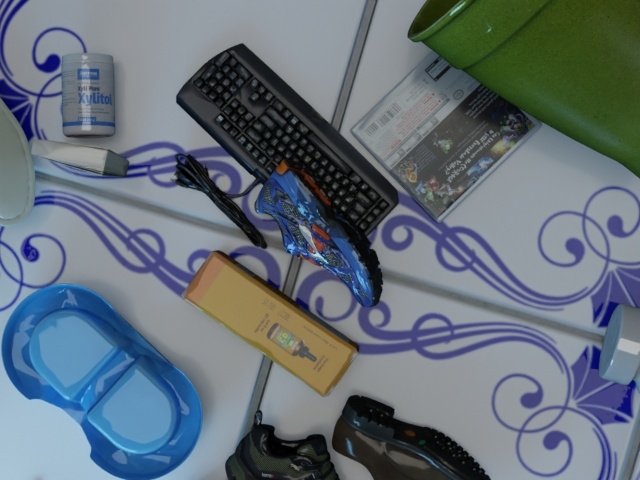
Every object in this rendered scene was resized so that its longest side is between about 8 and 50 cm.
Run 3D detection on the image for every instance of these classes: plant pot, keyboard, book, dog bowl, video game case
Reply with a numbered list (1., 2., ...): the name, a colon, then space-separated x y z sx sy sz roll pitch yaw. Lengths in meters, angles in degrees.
1. plant pot: 0.359 -0.268 1.591 0.353 0.366 0.366 40 92 -9
2. keyboard: -0.070 -0.095 1.747 0.317 0.033 0.201 43 92 3
3. book: -0.310 -0.108 1.701 0.096 0.144 0.035 13 91 3
4. dog bowl: -0.283 0.185 1.736 0.297 0.074 0.166 43 92 3
5. video game case: 0.166 -0.149 1.740 0.190 0.022 0.173 -44 88 1

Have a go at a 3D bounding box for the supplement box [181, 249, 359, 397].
1. supplement box: -0.064 0.107 1.724 0.233 0.080 0.078 35 92 4

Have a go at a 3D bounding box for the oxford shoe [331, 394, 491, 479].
1. oxford shoe: 0.120 0.293 1.722 0.227 0.083 0.096 27 108 4

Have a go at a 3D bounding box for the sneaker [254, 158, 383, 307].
1. sneaker: 0.000 0.000 1.699 0.087 0.083 0.221 -40 85 19

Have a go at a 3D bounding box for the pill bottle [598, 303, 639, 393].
1. pill bottle: 0.477 0.158 1.674 0.221 0.121 0.121 15 91 2

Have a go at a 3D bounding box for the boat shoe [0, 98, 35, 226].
1. boat shoe: -0.473 -0.154 1.737 0.109 0.091 0.305 -26 91 -34

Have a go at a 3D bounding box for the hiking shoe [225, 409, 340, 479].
1. hiking shoe: -0.010 0.315 1.703 0.227 0.086 0.114 28 114 3

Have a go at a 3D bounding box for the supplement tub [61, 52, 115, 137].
1. supplement tub: -0.308 -0.191 1.738 0.071 0.071 0.107 -2 91 3
